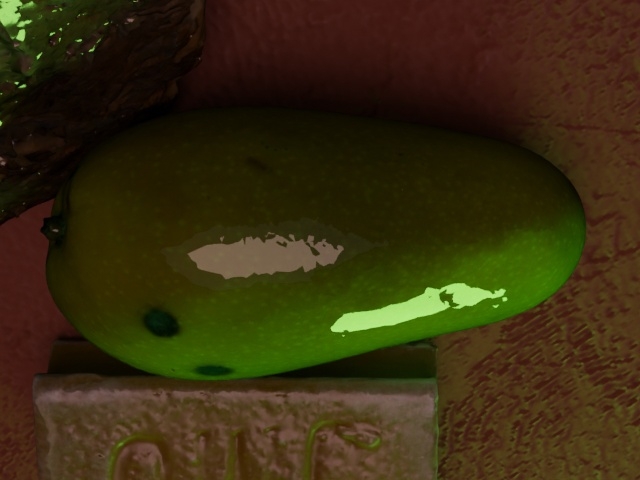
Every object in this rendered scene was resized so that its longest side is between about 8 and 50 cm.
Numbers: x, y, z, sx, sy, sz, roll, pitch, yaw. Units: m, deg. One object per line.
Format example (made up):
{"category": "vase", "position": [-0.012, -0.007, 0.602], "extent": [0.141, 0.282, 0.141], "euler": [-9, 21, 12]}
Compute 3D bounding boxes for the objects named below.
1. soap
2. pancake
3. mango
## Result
{"category": "soap", "position": [-0.046, 0.131, 1.058], "extent": [0.232, 0.073, 0.140], "euler": [1, 109, 4]}
{"category": "pancake", "position": [-0.211, -0.052, 0.873], "extent": [0.356, 0.356, 0.065], "euler": [-33, 74, 15]}
{"category": "mango", "position": [0.000, 0.000, 0.957], "extent": [0.293, 0.175, 0.143], "euler": [-2, 80, -7]}
